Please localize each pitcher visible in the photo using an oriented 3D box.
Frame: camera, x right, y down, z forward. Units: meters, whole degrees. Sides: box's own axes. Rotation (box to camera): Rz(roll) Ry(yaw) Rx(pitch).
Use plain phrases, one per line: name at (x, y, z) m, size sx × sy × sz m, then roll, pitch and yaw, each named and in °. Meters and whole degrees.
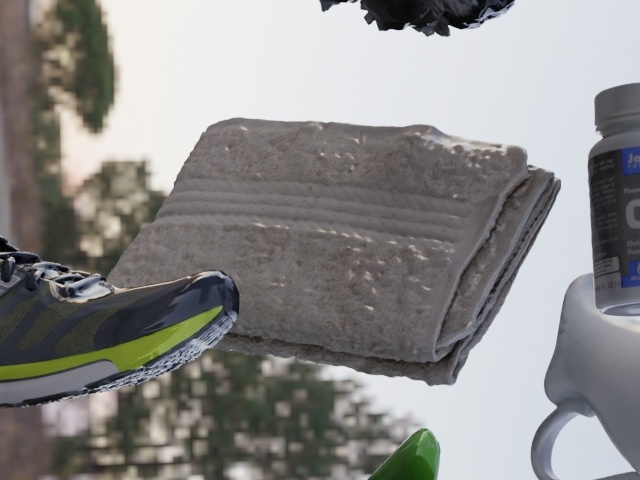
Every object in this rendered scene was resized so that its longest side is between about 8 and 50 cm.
pitcher at (0.252, 0.139, 1.459) m, size 0.207 × 0.125 × 0.177 m, roll 32°, pitch -74°, yaw 49°

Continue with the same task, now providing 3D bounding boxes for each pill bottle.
pill bottle at (0.206, -0.025, 1.197) m, size 0.078 × 0.078 × 0.137 m, roll 133°, pitch -44°, yaw -76°

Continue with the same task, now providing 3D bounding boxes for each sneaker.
sneaker at (-0.192, 0.032, 1.061) m, size 0.111 × 0.300 × 0.121 m, roll 0°, pitch 85°, yaw -78°

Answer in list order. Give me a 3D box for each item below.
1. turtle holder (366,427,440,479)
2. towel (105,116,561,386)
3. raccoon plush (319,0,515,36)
turtle holder at (0.020, 0.260, 0.747) m, size 0.320 × 0.227 × 0.243 m, roll -50°, pitch 175°, yaw 13°
towel at (0.000, 0.000, 1.244) m, size 0.187 × 0.282 × 0.049 m, roll -59°, pitch 140°, yaw -35°
raccoon plush at (0.112, -0.319, 1.079) m, size 0.299 × 0.216 × 0.446 m, roll -45°, pitch 160°, yaw -29°
